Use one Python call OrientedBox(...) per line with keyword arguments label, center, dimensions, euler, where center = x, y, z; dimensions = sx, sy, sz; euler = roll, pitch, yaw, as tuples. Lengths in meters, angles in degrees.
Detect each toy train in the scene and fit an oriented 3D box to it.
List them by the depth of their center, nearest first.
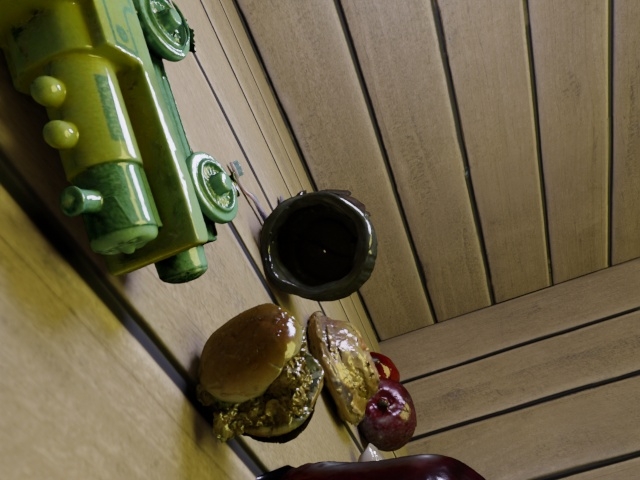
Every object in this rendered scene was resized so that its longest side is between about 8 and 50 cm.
OrientedBox(label="toy train", center=(-0.210, -0.129, 0.483), dimensions=(0.237, 0.150, 0.369), euler=(-4, 75, -75))

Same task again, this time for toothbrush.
OrientedBox(label="toothbrush", center=(-0.167, -0.095, 1.216), dimensions=(0.021, 0.027, 0.269), euler=(59, -6, 47))

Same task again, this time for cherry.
OrientedBox(label="cherry", center=(0.226, 0.604, 1.649), dimensions=(0.300, 0.203, 0.230), euler=(83, -6, -45))

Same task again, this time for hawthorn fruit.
OrientedBox(label="hawthorn fruit", center=(0.199, 0.510, 1.809), dimensions=(0.202, 0.185, 0.185), euler=(49, 21, -48))

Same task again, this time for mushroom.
OrientedBox(label="mushroom", center=(0.150, 0.671, 1.316), dimensions=(0.097, 0.088, 0.212), euler=(119, -33, -54))

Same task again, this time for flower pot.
OrientedBox(label="flower pot", center=(0.000, 0.000, 1.198), dimensions=(0.213, 0.302, 0.302), euler=(28, 43, -79))

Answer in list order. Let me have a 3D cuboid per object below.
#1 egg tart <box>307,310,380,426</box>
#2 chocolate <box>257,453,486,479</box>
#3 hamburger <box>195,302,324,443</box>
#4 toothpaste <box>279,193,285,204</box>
OrientedBox(label="egg tart", center=(0.078, 0.356, 1.397), dimensions=(0.352, 0.150, 0.352), euler=(-22, 90, -86))
OrientedBox(label="chocolate", center=(0.114, 0.448, 0.634), dimensions=(0.383, 0.331, 0.383), euler=(-22, 90, -85))
OrientedBox(label="hamburger", center=(-0.085, 0.171, 0.611), dimensions=(0.185, 0.159, 0.131), euler=(-62, 143, -44))
OrientedBox(label="toothpaste", center=(-0.099, -0.059, 1.525), dimensions=(0.299, 0.073, 0.114), euler=(-113, 180, -68))
